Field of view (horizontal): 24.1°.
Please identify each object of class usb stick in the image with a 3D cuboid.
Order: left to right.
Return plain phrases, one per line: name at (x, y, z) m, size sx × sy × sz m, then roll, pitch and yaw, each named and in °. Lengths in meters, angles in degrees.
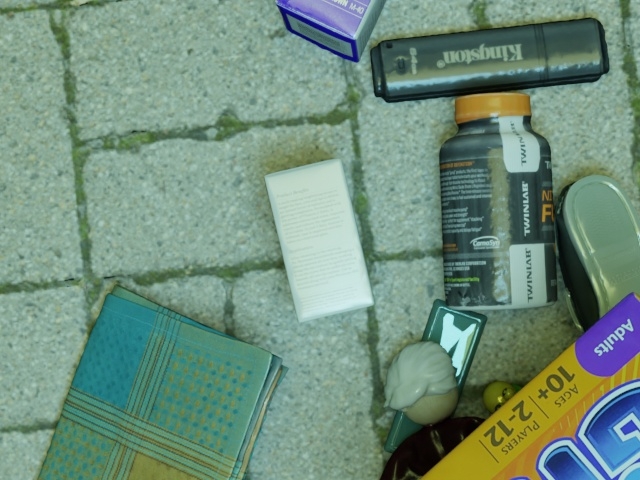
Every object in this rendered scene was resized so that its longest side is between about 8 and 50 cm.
usb stick at (0.199, -0.211, 1.764) m, size 0.278 × 0.045 × 0.077 m, roll -6°, pitch 90°, yaw 1°

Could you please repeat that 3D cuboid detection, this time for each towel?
towel at (-0.205, 0.260, 1.716) m, size 0.271 × 0.040 × 0.370 m, roll 21°, pitch 92°, yaw 33°

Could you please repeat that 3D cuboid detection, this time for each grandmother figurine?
grandmother figurine at (0.159, 0.280, 1.725) m, size 0.208 × 0.104 × 0.342 m, roll -20°, pitch 92°, yaw 8°

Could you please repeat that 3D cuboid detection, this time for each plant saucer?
plant saucer at (0.136, 0.170, 1.777) m, size 0.067 × 0.018 × 0.192 m, roll 19°, pitch 91°, yaw 2°

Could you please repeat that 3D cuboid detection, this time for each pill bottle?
pill bottle at (0.202, -0.045, 1.721) m, size 0.130 × 0.130 × 0.245 m, roll -3°, pitch 90°, yaw 1°

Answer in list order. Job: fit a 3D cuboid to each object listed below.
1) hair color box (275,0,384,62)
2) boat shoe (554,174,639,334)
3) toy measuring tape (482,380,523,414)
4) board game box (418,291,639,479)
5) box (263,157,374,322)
hair color box at (0.067, -0.385, 1.698) m, size 0.110 × 0.185 × 0.339 m, roll 26°, pitch 90°, yaw 3°
boat shoe at (0.345, 0.075, 1.723) m, size 0.114 × 0.091 × 0.302 m, roll -10°, pitch 81°, yaw -9°
toy measuring tape at (0.341, 0.240, 1.725) m, size 0.330 × 0.121 × 0.121 m, roll 24°, pitch 90°, yaw 1°
board game box at (0.304, 0.327, 1.441) m, size 0.356 × 0.356 × 0.356 m, roll -42°, pitch 67°, yaw 3°
box at (0.000, 0.000, 1.724) m, size 0.091 × 0.130 × 0.170 m, roll -13°, pitch 89°, yaw 2°
